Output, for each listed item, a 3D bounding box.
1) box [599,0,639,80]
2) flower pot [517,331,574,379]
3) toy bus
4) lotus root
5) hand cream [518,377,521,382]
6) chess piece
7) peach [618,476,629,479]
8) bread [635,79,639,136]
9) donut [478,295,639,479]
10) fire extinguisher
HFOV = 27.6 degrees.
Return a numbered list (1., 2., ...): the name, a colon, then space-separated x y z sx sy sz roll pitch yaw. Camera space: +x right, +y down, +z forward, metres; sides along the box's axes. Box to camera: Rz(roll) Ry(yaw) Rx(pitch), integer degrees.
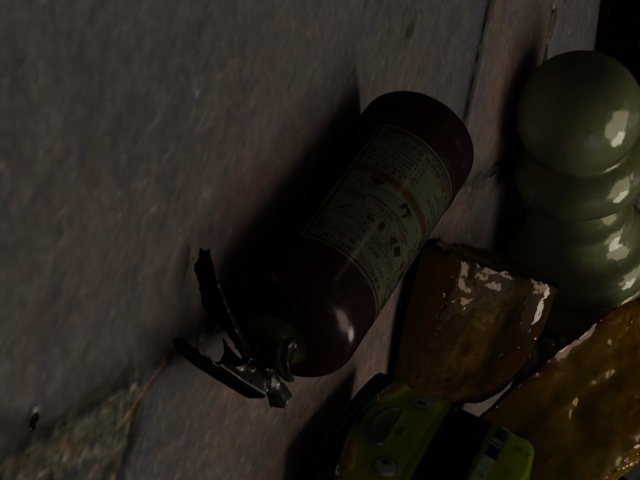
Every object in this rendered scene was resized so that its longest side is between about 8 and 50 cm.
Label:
1. box: 0.379 -0.385 1.276 0.415 0.116 0.264 85 29 -46
2. flower pot: 0.267 0.076 1.353 0.229 0.103 0.108 80 35 -63
3. toy bus: 0.058 0.237 0.882 0.128 0.150 0.262 -44 146 -56
4. lotus root: 0.120 0.062 0.997 0.159 0.095 0.135 -18 127 -60
5. hand cream: 0.258 0.163 1.508 0.120 0.061 0.270 61 44 -66
6. chess piece: 0.225 -0.049 1.134 0.144 0.144 0.251 -58 150 -36
7. peach: 0.348 0.419 1.756 0.243 0.199 0.243 -36 178 -1
8. bread: 0.407 -0.182 1.620 0.072 0.053 0.106 -88 -170 -72
9. donut: 0.210 0.165 1.115 0.277 0.108 0.277 -37 167 -10
10. fire extinguisher: 0.000 0.000 0.665 0.231 0.071 0.099 -52 124 -42
